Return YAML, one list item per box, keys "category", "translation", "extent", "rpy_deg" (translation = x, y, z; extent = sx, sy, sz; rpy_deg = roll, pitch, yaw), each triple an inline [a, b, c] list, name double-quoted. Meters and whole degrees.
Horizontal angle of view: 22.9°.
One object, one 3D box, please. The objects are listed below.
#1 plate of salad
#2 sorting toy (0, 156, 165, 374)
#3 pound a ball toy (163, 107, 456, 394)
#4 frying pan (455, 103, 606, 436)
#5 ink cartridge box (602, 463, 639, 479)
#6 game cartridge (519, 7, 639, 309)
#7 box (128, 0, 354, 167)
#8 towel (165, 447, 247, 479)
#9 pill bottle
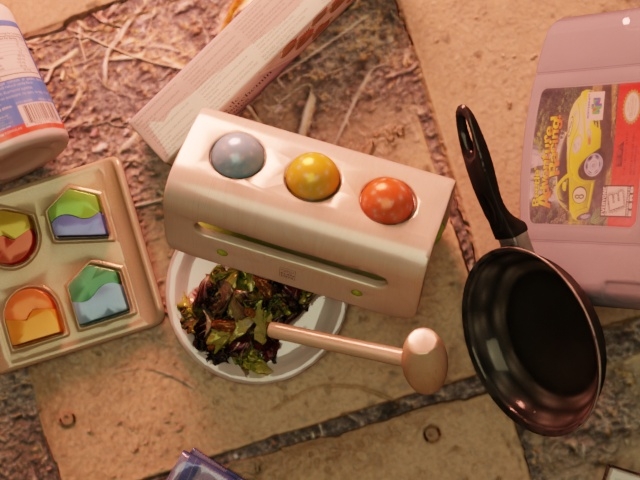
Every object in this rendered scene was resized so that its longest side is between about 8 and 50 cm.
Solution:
- category: "plate of salad"
  translation: [-0.069, 0.053, 1.673]
  extent: [0.200, 0.048, 0.200]
  rpy_deg: [-1, 86, 8]
- category: "sorting toy"
  translation: [-0.289, 0.027, 1.714]
  extent: [0.208, 0.038, 0.193]
  rpy_deg: [-18, 83, 7]
- category: "pound a ball toy"
  translation: [0.000, 0.000, 1.576]
  extent: [0.319, 0.136, 0.208]
  rpy_deg: [17, 56, 8]
- category: "frying pan"
  translation: [0.187, 0.042, 1.591]
  extent: [0.053, 0.197, 0.326]
  rpy_deg: [-17, 73, -33]
- category: "ink cartridge box"
  translation: [0.323, 0.326, 1.577]
  extent: [0.127, 0.072, 0.175]
  rpy_deg: [17, 88, 9]
- category: "game cartridge"
  translation: [0.279, -0.081, 1.567]
  extent: [0.060, 0.196, 0.294]
  rpy_deg: [6, 88, -29]
- category: "box"
  translation: [-0.064, -0.211, 1.686]
  extent: [0.324, 0.063, 0.067]
  rpy_deg: [-45, 79, 3]
- category: "towel"
  translation: [-0.128, 0.387, 1.662]
  extent: [0.209, 0.034, 0.285]
  rpy_deg: [30, 90, 9]
- category: "pill bottle"
  translation: [-0.369, -0.179, 1.701]
  extent: [0.124, 0.124, 0.221]
  rpy_deg: [-27, 81, 6]
